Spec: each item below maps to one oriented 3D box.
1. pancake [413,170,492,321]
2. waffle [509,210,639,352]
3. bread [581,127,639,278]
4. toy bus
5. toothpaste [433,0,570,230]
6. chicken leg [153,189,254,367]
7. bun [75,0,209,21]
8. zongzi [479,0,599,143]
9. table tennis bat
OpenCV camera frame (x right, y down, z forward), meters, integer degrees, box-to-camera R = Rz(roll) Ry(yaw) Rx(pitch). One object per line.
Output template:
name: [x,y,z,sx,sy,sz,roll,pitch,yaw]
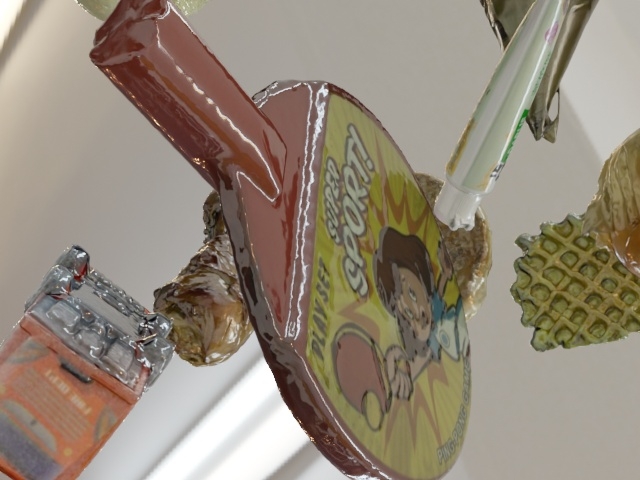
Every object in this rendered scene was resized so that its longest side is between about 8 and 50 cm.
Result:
pancake: [0.073,0.026,1.424,0.049,0.282,0.282,76,-12,-52]
waffle: [0.390,0.057,1.771,0.223,0.054,0.204,-11,-107,15]
bread: [0.493,-0.075,1.358,0.388,0.236,0.183,-39,-124,52]
toy bus: [-0.112,0.052,0.536,0.077,0.065,0.192,-51,-172,-1]
toothpaste: [0.177,-0.146,1.096,0.058,0.056,0.314,61,-41,43]
chicken leg: [-0.107,0.031,1.236,0.252,0.107,0.087,-80,167,-50]
bun: [-0.171,-0.336,1.218,0.153,0.243,0.244,47,-57,22]
zongzi: [0.276,-0.279,1.201,0.260,0.123,0.289,-33,-126,28]
table tennis bat: [0.000,0.000,0.759,0.051,0.415,0.268,-16,-132,26]
